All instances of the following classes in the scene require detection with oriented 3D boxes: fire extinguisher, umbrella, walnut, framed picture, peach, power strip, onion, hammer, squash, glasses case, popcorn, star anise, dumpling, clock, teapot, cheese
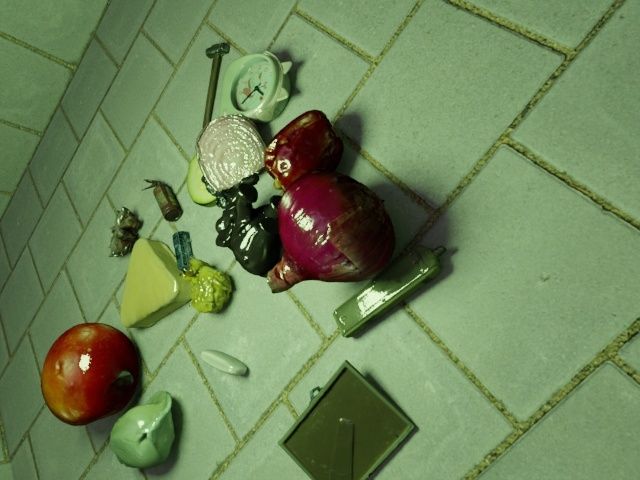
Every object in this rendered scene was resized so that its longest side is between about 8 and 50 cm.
[{"bbox_3d":[-0.687,-0.191,1.879,0.252,0.106,0.075,56,132,29],"label":"fire extinguisher"},{"bbox_3d":[-0.370,-0.166,1.626,0.071,0.080,0.224,-46,70,-3],"label":"umbrella"},{"bbox_3d":[-0.045,-0.258,1.379,0.222,0.244,0.269,45,88,1],"label":"walnut"},{"bbox_3d":[0.062,0.532,1.203,0.247,0.022,0.335,40,104,18],"label":"framed picture"},{"bbox_3d":[-0.892,0.536,1.739,0.310,0.335,0.405,2,76,30],"label":"peach"},{"bbox_3d":[0.189,0.134,1.209,0.388,0.066,0.092,-42,58,25],"label":"power strip"},{"bbox_3d":[0.000,0.000,1.185,0.385,0.348,0.347,-43,57,1],"label":"onion"},{"bbox_3d":[-0.461,-0.650,1.852,0.111,0.044,0.364,5,85,36],"label":"hammer"},{"bbox_3d":[-0.438,-0.256,1.754,0.252,0.049,0.251,-6,79,33],"label":"squash"},{"bbox_3d":[-0.338,0.421,1.520,0.197,0.076,0.049,12,86,36],"label":"glasses case"},{"bbox_3d":[-0.418,0.168,1.596,0.195,0.174,0.168,36,124,26],"label":"popcorn"},{"bbox_3d":[-0.891,-0.030,1.998,0.236,0.109,0.222,-15,63,51],"label":"star anise"},{"bbox_3d":[-0.654,0.697,1.613,0.321,0.212,0.269,-15,69,22],"label":"dumpling"},{"bbox_3d":[-0.228,-0.552,1.620,0.325,0.109,0.264,1,80,35],"label":"clock"},{"bbox_3d":[-0.005,0.472,1.280,0.066,0.057,0.087,-31,64,26],"label":"teapot"},{"bbox_3d":[-0.322,-0.323,1.605,0.250,0.111,0.247,-26,90,4],"label":"onion"},{"bbox_3d":[-0.697,0.150,1.818,0.384,0.104,0.383,-8,76,35],"label":"cheese"}]

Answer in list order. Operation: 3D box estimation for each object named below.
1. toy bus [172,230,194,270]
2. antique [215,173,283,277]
[{"bbox_3d":[-0.551,0.041,1.759,0.047,0.065,0.165,-29,66,29],"label":"toy bus"},{"bbox_3d":[-0.212,-0.027,1.433,0.255,0.185,0.322,-45,70,44],"label":"antique"}]
